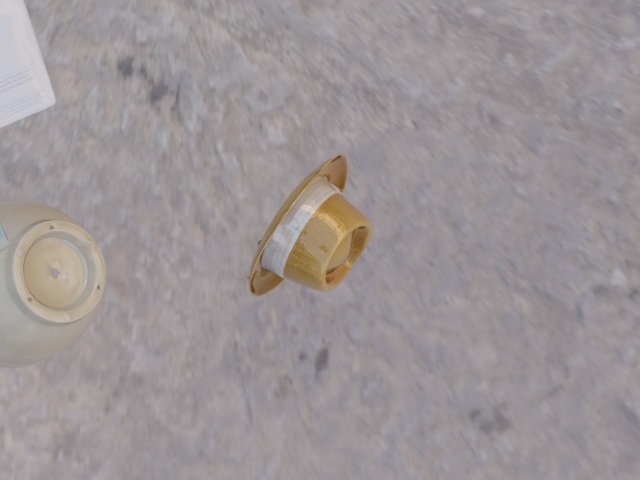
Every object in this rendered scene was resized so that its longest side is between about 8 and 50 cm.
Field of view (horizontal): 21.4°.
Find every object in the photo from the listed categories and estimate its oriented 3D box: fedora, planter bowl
[{"bbox_3d":[0.000,0.000,1.804,0.079,0.194,0.194,34,99,12],"label":"fedora"},{"bbox_3d":[-0.269,0.035,1.596,0.162,0.109,0.162,8,77,-35],"label":"planter bowl"}]

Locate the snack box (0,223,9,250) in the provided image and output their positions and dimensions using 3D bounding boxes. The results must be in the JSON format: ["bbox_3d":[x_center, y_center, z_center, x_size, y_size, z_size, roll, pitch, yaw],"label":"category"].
[{"bbox_3d":[-0.347,-0.090,1.009,0.187,0.060,0.322,-30,78,-12],"label":"snack box"}]

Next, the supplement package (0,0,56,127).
[{"bbox_3d":[-0.309,-0.190,1.428,0.105,0.105,0.179,-25,129,-16],"label":"supplement package"}]
